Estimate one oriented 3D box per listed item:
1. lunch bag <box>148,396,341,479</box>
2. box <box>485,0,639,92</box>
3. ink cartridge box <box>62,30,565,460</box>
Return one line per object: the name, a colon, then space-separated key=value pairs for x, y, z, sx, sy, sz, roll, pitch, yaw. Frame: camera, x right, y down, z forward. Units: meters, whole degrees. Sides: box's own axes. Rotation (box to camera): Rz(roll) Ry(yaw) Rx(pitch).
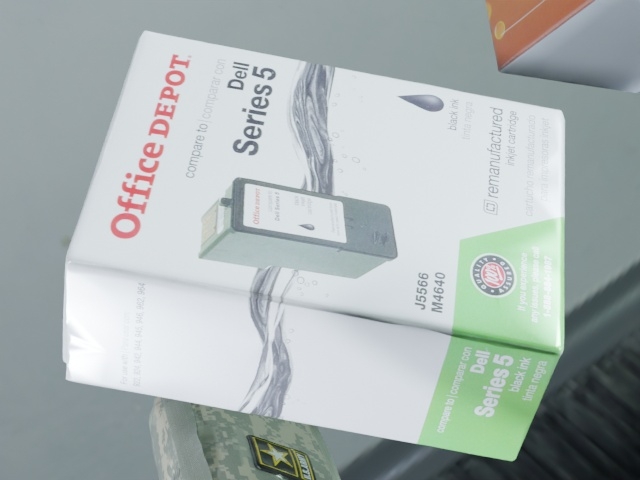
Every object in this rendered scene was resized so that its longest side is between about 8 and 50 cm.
lunch bag: x=-0.046 y=0.272 z=1.209 sx=0.169 sy=0.235 sz=0.287 roll=-27 pitch=122 yaw=2
box: x=0.248 y=-0.332 z=1.149 sx=0.168 sy=0.215 sz=0.345 roll=3 pitch=68 yaw=-30
ink cartridge box: x=0.000 y=0.000 z=0.805 sx=0.273 sy=0.198 sz=0.115 roll=11 pitch=138 yaw=-1
